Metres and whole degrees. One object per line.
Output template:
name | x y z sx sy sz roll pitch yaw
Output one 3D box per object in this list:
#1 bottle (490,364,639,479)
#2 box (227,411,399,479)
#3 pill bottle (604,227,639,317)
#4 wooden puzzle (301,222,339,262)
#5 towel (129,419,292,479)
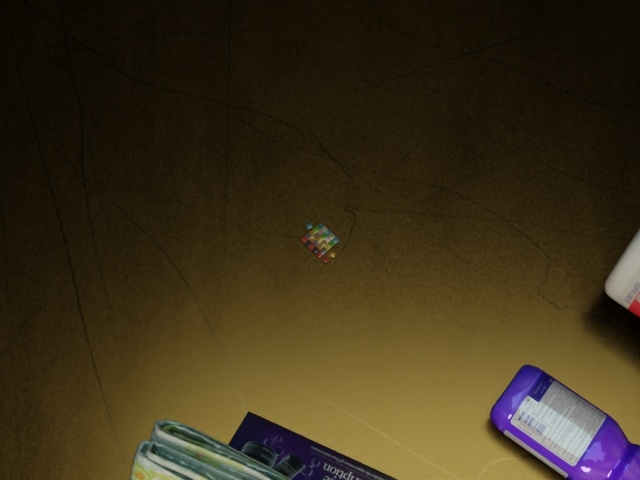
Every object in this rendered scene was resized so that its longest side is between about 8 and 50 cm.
bottle | 0.406 0.313 1.427 0.282 0.092 0.118 34 73 18
box | -0.037 0.403 1.395 0.261 0.103 0.184 21 54 14
pill bottle | 0.673 0.101 1.426 0.407 0.229 0.229 36 73 19
wooden puzzle | 0.000 0.000 1.651 0.049 0.006 0.083 -41 69 -13
towel | -0.121 0.448 1.286 0.320 0.375 0.090 23 35 16
